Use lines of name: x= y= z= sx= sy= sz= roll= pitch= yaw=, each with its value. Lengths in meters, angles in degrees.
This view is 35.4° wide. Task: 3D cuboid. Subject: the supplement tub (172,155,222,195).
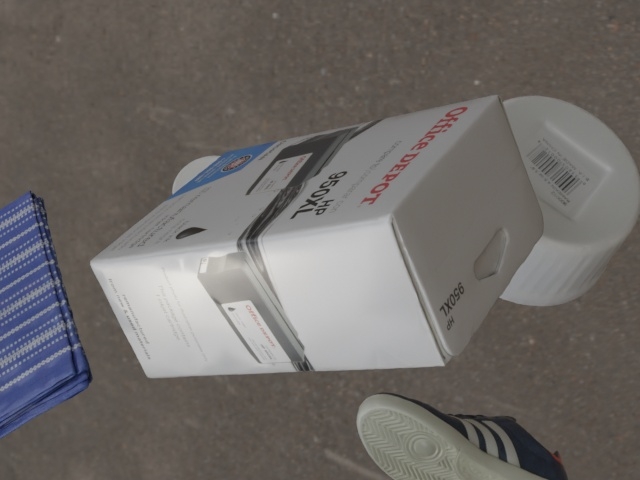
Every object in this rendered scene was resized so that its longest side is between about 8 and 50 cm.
supplement tub: x=-0.164 y=-0.035 z=1.664 sx=0.144 sy=0.144 sz=0.199 roll=51 pitch=166 yaw=28

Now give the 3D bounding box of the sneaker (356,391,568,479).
sneaker: x=0.211 y=0.298 z=1.464 sx=0.350 sy=0.148 sz=0.131 roll=31 pitch=125 yaw=-11

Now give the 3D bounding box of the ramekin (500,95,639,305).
ramekin: x=0.296 y=-0.063 z=1.357 sx=0.277 sy=0.277 sz=0.135 roll=61 pitch=154 yaw=20

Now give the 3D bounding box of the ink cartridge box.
ink cartridge box: x=0.000 y=0.000 z=1.084 sx=0.395 sy=0.285 sz=0.166 roll=-8 pitch=115 yaw=36

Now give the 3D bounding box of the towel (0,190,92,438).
towel: x=-0.431 y=0.111 z=1.310 sx=0.243 sy=0.040 sz=0.336 roll=-32 pitch=51 yaw=6
